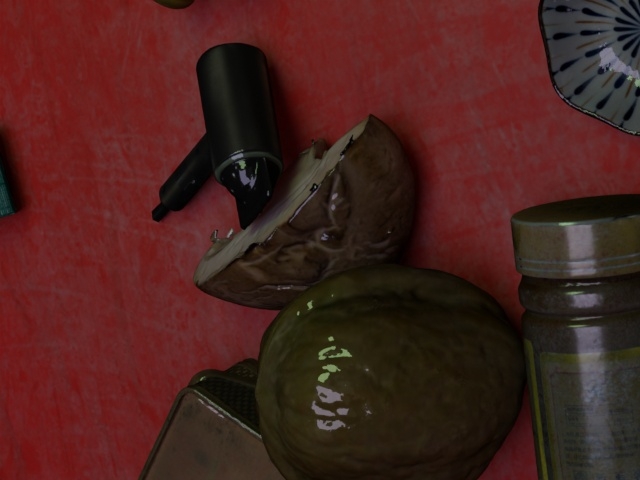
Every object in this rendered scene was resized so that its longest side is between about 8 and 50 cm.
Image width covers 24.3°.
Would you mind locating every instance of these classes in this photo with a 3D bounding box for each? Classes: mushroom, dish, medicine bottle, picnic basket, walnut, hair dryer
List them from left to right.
[{"bbox_3d":[-0.122,-0.066,1.619,0.248,0.078,0.196,-46,44,46],"label":"hair dryer"},{"bbox_3d":[-0.055,0.264,1.633,0.266,0.139,0.165,32,113,18],"label":"picnic basket"},{"bbox_3d":[0.000,0.000,1.575,0.151,0.156,0.285,41,120,-17],"label":"mushroom"},{"bbox_3d":[0.069,0.150,1.486,0.282,0.227,0.283,-2,98,-14],"label":"walnut"},{"bbox_3d":[0.275,0.126,1.434,0.151,0.151,0.323,-3,99,27],"label":"medicine bottle"},{"bbox_3d":[0.302,-0.197,1.395,0.190,0.066,0.191,15,119,30],"label":"dish"}]

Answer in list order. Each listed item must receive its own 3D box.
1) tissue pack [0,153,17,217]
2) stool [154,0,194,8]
[{"bbox_3d":[-0.419,-0.075,1.789,0.085,0.079,0.111,-16,95,-7],"label":"tissue pack"},{"bbox_3d":[-0.139,-0.318,1.571,0.110,0.135,0.134,-29,65,35],"label":"stool"}]
